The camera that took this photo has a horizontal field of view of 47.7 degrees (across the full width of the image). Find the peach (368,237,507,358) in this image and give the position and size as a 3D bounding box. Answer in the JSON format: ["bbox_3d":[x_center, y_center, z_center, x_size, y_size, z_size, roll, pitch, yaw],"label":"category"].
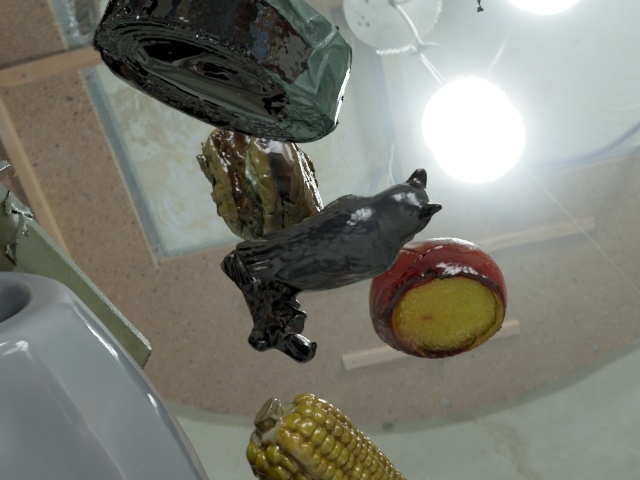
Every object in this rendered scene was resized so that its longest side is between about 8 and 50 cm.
[{"bbox_3d":[0.182,0.091,1.126,0.196,0.226,0.190,1,-87,-32],"label":"peach"}]

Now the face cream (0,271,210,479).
[{"bbox_3d":[-0.191,0.209,0.400,0.312,0.219,0.357,-4,-74,18],"label":"face cream"}]

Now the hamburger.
[{"bbox_3d":[-0.057,-0.072,0.964,0.130,0.183,0.206,-25,-27,23],"label":"hamburger"}]

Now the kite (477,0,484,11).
[{"bbox_3d":[0.151,-0.322,0.699,0.009,0.189,0.232,-4,-49,12],"label":"kite"}]

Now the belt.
[{"bbox_3d":[-0.066,-0.143,0.558,0.198,0.151,0.078,23,-107,-27],"label":"belt"}]

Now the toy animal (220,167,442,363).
[{"bbox_3d":[0.001,-0.004,0.648,0.210,0.121,0.117,-42,-50,16],"label":"toy animal"}]

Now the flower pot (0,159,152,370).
[{"bbox_3d":[-0.253,0.075,0.576,0.212,0.212,0.202,-42,-76,18],"label":"flower pot"}]

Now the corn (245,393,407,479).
[{"bbox_3d":[0.030,0.171,0.446,0.068,0.068,0.207,-36,-71,15],"label":"corn"}]
